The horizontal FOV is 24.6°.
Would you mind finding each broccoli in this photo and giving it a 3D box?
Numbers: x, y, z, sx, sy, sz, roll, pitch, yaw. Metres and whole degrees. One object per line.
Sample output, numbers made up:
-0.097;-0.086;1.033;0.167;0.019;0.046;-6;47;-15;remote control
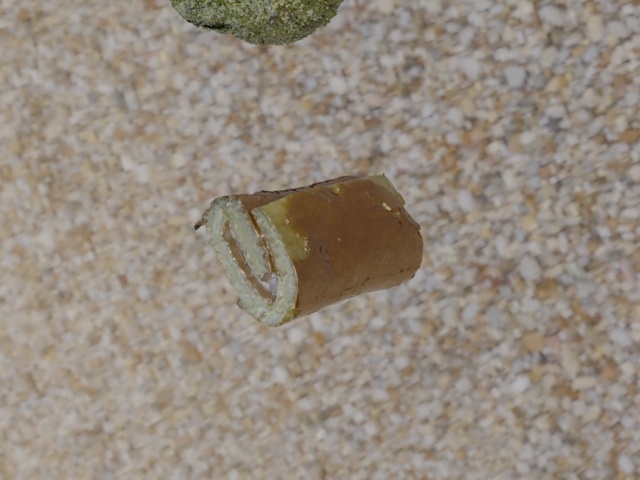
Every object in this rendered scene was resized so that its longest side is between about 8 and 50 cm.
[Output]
-0.034;-0.183;0.937;0.131;0.130;0.120;-11;120;27;broccoli

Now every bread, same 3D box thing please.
0.000;0.000;0.502;0.036;0.083;0.047;-39;76;34;bread
